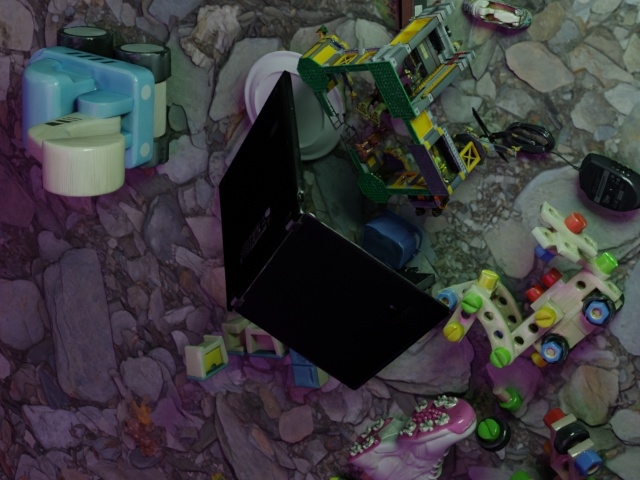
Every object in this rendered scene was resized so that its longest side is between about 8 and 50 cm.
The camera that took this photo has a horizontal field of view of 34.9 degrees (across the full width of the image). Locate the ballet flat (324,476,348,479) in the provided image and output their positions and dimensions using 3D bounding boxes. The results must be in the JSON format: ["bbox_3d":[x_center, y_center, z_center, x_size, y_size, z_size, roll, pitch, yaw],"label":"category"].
[{"bbox_3d":[0.052,0.567,1.973,0.077,0.077,0.231,-2,105,16],"label":"ballet flat"}]

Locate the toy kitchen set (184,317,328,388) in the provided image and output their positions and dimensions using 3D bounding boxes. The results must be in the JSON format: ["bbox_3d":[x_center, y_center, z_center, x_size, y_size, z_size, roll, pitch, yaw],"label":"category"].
[{"bbox_3d":[-0.120,0.232,1.899,0.207,0.166,0.122,0,107,33],"label":"toy kitchen set"}]

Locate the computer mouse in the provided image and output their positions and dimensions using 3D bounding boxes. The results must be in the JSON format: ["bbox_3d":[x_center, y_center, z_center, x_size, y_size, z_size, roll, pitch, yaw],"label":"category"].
[{"bbox_3d":[0.385,-0.118,1.531,0.242,0.041,0.071,35,139,24],"label":"computer mouse"}]

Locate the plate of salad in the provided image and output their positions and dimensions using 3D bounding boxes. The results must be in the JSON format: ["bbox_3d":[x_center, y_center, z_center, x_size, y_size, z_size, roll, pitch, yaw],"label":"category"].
[{"bbox_3d":[-0.042,-0.234,1.754,0.199,0.048,0.200,17,126,24],"label":"plate of salad"}]

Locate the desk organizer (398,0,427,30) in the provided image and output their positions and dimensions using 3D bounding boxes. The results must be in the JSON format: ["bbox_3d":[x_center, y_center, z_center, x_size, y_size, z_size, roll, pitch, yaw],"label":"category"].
[{"bbox_3d":[0.133,-0.390,1.584,0.050,0.047,0.130,9,112,33],"label":"desk organizer"}]

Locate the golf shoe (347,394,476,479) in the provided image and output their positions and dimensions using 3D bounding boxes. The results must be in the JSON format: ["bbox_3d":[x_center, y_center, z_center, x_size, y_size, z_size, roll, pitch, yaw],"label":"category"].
[{"bbox_3d":[0.183,0.366,1.792,0.140,0.115,0.306,50,140,-6],"label":"golf shoe"}]

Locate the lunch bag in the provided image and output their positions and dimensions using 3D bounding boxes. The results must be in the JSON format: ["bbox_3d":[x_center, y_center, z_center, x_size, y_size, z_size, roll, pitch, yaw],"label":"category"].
[{"bbox_3d":[0.127,-0.004,1.716,0.098,0.065,0.067,34,143,21],"label":"lunch bag"}]

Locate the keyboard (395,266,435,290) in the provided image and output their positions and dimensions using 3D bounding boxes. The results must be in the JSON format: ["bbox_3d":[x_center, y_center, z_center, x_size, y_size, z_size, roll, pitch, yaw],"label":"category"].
[{"bbox_3d":[0.120,0.073,1.715,0.180,0.108,0.023,1,117,55],"label":"keyboard"}]

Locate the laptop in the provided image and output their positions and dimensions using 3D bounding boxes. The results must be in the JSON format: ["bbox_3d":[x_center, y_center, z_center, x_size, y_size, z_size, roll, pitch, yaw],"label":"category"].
[{"bbox_3d":[0.000,0.000,1.717,0.382,0.236,0.408,130,139,-55],"label":"laptop"}]

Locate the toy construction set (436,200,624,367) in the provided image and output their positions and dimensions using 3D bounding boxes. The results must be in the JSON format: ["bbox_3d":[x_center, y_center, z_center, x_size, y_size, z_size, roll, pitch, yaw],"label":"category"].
[{"bbox_3d":[0.334,0.077,1.573,0.215,0.151,0.328,48,136,10],"label":"toy construction set"}]

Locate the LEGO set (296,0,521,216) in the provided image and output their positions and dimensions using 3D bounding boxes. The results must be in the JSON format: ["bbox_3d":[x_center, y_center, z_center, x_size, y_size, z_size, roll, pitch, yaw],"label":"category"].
[{"bbox_3d":[0.141,-0.222,1.577,0.255,0.192,0.331,-5,125,54],"label":"LEGO set"}]

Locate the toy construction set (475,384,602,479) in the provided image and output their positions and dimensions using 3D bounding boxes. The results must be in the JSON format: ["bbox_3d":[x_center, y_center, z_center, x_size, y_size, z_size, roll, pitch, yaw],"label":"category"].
[{"bbox_3d":[0.396,0.426,1.633,0.308,0.257,0.237,16,161,45],"label":"toy construction set"}]

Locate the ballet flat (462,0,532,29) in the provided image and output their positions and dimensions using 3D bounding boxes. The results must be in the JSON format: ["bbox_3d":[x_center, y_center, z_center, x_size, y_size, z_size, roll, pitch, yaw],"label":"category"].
[{"bbox_3d":[0.260,-0.343,1.523,0.114,0.041,0.041,22,118,25],"label":"ballet flat"}]

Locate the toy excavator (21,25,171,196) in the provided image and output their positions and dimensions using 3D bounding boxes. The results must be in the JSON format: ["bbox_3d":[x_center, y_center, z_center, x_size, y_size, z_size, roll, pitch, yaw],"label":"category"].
[{"bbox_3d":[-0.416,-0.202,1.759,0.432,0.445,0.222,18,117,27],"label":"toy excavator"}]
